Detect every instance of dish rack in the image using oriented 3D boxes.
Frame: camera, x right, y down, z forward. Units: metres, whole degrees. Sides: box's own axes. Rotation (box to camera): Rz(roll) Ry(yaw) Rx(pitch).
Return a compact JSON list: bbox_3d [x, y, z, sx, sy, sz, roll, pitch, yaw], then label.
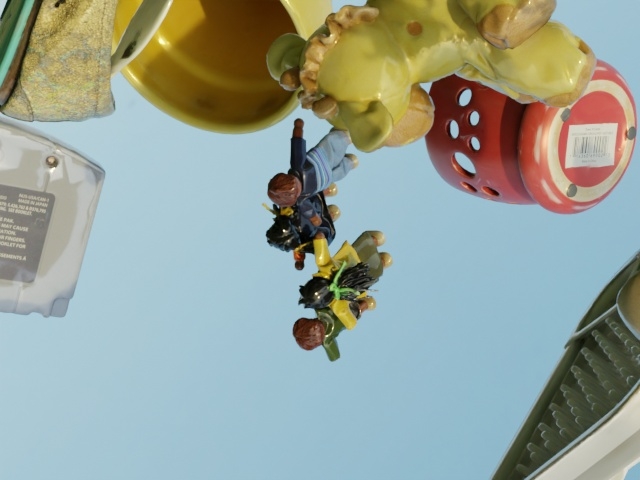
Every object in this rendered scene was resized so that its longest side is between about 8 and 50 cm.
[{"bbox_3d":[0.265,0.094,1.220,0.333,0.072,0.285,-51,179,-39],"label":"dish rack"}]

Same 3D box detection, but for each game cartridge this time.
[{"bbox_3d":[-0.369,-0.035,1.477,0.060,0.294,0.196,46,-59,58],"label":"game cartridge"}]

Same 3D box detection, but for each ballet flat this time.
[{"bbox_3d":[-0.136,-0.224,1.018,0.123,0.123,0.349,-88,-161,-55],"label":"ballet flat"}]

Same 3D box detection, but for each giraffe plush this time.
[{"bbox_3d":[0.064,-0.137,1.080,0.170,0.210,0.181,-47,-159,-3],"label":"giraffe plush"}]

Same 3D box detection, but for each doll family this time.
[{"bbox_3d":[0.000,0.000,1.163,0.076,0.193,0.111,-15,-168,38],"label":"doll family"}]

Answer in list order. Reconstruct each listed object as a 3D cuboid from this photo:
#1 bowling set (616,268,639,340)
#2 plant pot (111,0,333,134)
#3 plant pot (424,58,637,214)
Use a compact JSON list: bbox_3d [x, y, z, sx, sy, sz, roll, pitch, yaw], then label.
[{"bbox_3d":[0.297,-0.022,0.729,0.287,0.200,0.154,-32,-119,-20],"label":"bowling set"},{"bbox_3d":[-0.087,-0.289,1.690,0.254,0.254,0.239,-22,-152,39],"label":"plant pot"},{"bbox_3d":[0.236,-0.129,1.637,0.174,0.191,0.191,18,-114,51],"label":"plant pot"}]
